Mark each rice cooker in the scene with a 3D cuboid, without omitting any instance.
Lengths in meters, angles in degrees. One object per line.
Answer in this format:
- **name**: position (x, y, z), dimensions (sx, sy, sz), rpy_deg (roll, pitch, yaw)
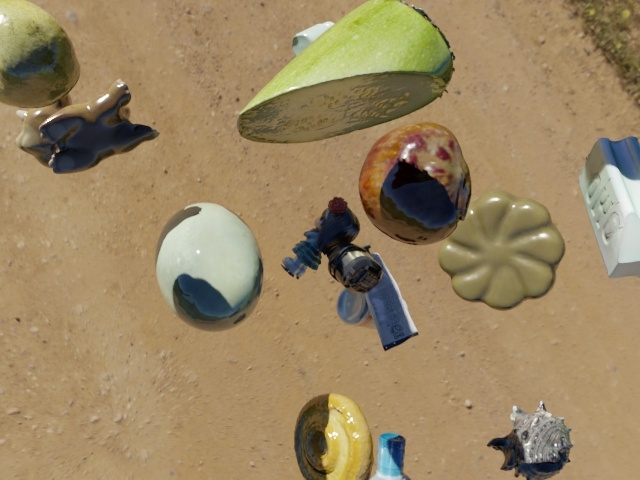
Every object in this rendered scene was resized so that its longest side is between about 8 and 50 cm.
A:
- **rice cooker**: position (0.092, 0.076, 1.438), dimensions (0.112, 0.165, 0.106), rpy_deg (-50, 55, 8)

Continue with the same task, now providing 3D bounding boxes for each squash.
- **squash**: position (0.038, -0.188, 0.754), dimensions (0.189, 0.189, 0.260), rpy_deg (42, 73, -2)

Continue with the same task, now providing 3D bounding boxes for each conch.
- **conch**: position (0.633, 0.622, 1.640), dimensions (0.313, 0.186, 0.240), rpy_deg (10, 111, -45)

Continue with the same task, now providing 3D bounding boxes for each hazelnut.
- **hazelnut**: position (0.177, -0.106, 1.034), dimensions (0.218, 0.218, 0.234), rpy_deg (-12, 92, -23)

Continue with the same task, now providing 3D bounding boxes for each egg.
- **egg**: position (-0.272, 0.060, 1.341), dimensions (0.258, 0.258, 0.352), rpy_deg (-12, 54, -23)

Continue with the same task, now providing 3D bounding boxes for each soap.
- **soap**: position (0.689, -0.077, 1.249), dimensions (0.095, 0.173, 0.289), rpy_deg (-2, 57, 5)

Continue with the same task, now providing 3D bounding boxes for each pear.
- **pear**: position (-0.465, -0.288, 0.842), dimensions (0.167, 0.167, 0.136), rpy_deg (39, 43, -3)

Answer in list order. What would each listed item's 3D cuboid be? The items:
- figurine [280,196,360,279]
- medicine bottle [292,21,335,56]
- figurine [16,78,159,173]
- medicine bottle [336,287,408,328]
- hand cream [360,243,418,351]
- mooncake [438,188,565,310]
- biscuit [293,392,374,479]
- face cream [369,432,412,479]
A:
- **figurine**: position (0.000, 0.000, 1.471), dimensions (0.245, 0.138, 0.110), rpy_deg (-45, 64, 3)
- **medicine bottle**: position (-0.006, -0.332, 0.907), dimensions (0.047, 0.047, 0.083), rpy_deg (47, 49, 0)
- **figurine**: position (-0.512, -0.245, 1.164), dimensions (0.247, 0.177, 0.173), rpy_deg (-39, 42, -13)
- **medicine bottle**: position (0.183, 0.233, 1.873), dimensions (0.252, 0.144, 0.144), rpy_deg (14, 65, -43)
- **hand cream**: position (0.193, 0.174, 1.702), dimensions (0.121, 0.076, 0.336), rpy_deg (-22, 96, 5)
- **mooncake**: position (0.546, 0.032, 1.665), dimensions (0.378, 0.201, 0.378), rpy_deg (1, 92, 20)
- **biscuit**: position (0.026, 0.599, 1.599), dimensions (0.102, 0.296, 0.296), rpy_deg (9, 67, -43)
- **face cream**: position (0.152, 0.611, 1.231), dimensions (0.163, 0.080, 0.336), rpy_deg (6, 88, -39)
